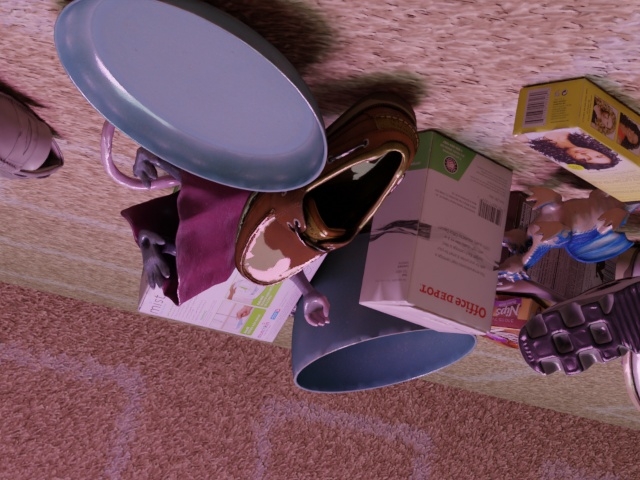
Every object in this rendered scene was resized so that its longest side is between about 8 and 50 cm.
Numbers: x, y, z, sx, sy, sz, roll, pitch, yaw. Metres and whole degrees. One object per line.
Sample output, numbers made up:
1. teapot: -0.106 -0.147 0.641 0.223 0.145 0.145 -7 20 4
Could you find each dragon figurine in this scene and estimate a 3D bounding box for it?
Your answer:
1. dragon figurine: 0.342 -0.025 1.410 0.289 0.085 0.144 -17 159 13

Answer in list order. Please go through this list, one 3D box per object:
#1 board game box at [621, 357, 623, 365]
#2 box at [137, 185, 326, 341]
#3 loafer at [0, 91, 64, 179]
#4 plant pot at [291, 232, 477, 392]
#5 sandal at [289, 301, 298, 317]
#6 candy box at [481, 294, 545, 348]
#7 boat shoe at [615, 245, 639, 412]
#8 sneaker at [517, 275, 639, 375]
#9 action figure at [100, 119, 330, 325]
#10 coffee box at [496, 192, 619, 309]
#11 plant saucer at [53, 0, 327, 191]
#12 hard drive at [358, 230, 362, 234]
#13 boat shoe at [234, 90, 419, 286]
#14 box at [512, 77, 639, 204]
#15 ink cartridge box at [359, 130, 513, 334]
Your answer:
1. board game box: 0.637 0.145 1.801 0.142 0.144 0.275 17 165 -22
2. box: -0.137 0.020 1.720 0.231 0.127 0.262 14 138 -15
3. loafer: -0.428 -0.148 1.542 0.111 0.112 0.319 6 175 -1
4. plant pot: 0.083 0.102 1.758 0.290 0.196 0.290 -10 158 -4
5. sandal: 0.055 0.057 1.921 0.445 0.168 0.107 10 -167 0
6. candy box: 0.290 0.124 1.671 0.109 0.053 0.186 6 168 30
7. boat shoe: 0.521 0.150 1.691 0.103 0.113 0.302 4 125 35
8. sneaker: 0.438 0.092 1.498 0.330 0.123 0.146 -12 -170 36
9. action figure: -0.092 -0.041 1.526 0.370 0.248 0.276 -10 -138 -39
10. coffee box: 0.295 0.032 1.659 0.168 0.119 0.297 0 163 44
11. plant saucer: -0.131 -0.162 1.188 0.317 0.044 0.318 21 154 11
12. hard drive: 0.000 0.000 1.818 0.135 0.022 0.094 -10 136 8
13. boat shoe: -0.006 -0.040 1.290 0.110 0.104 0.307 28 124 -20
14. box: 0.311 -0.101 1.209 0.232 0.058 0.087 21 164 -40
15. ink cartridge box: 0.147 -0.004 1.399 0.160 0.220 0.092 22 163 -38
